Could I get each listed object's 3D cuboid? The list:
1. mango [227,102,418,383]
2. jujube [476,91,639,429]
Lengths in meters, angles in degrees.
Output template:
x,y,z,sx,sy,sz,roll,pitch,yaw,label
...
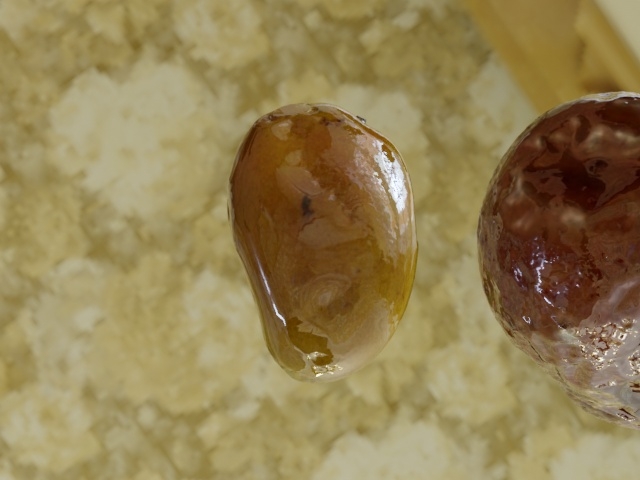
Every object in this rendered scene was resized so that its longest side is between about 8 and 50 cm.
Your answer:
x,y,z,sx,sy,sz,roll,pitch,yaw,label
0.000,0.000,0.669,0.080,0.114,0.060,5,162,-9,mango
0.198,0.021,1.079,0.190,0.190,0.255,-36,145,-15,jujube
